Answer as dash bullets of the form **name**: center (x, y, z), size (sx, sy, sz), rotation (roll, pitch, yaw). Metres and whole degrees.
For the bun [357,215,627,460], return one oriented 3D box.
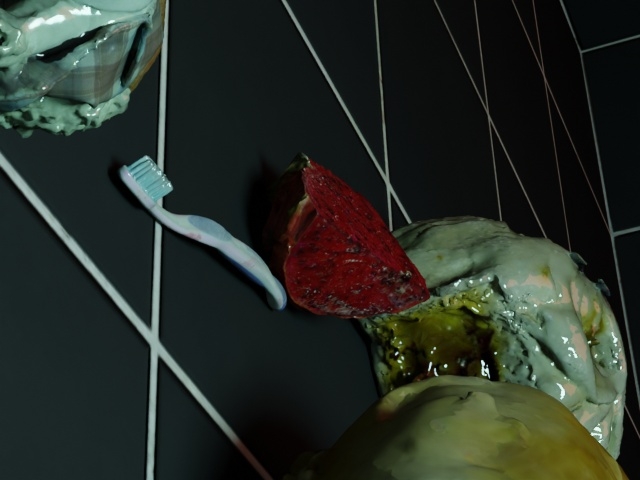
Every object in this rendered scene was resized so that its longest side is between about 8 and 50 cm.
- **bun**: center (0.160, 0.103, 1.506), size (0.281, 0.205, 0.281), rotation (-14, 90, -76)

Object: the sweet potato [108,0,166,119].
- **sweet potato**: center (-0.129, -0.188, 1.027), size (0.068, 0.068, 0.226), rotation (-14, 89, -74)

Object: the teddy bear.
- **teddy bear**: center (-0.109, -0.101, 0.731), size (0.111, 0.213, 0.133), rotation (47, 29, -17)

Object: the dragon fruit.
- **dragon fruit**: center (0.000, 0.000, 1.293), size (0.162, 0.083, 0.106), rotation (29, 27, -45)

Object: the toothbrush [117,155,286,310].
- **toothbrush**: center (-0.070, 0.001, 1.134), size (0.021, 0.027, 0.269), rotation (68, 10, 25)

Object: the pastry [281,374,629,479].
- **pastry**: center (0.093, 0.283, 1.033), size (0.409, 0.245, 0.409), rotation (-15, 90, -78)
